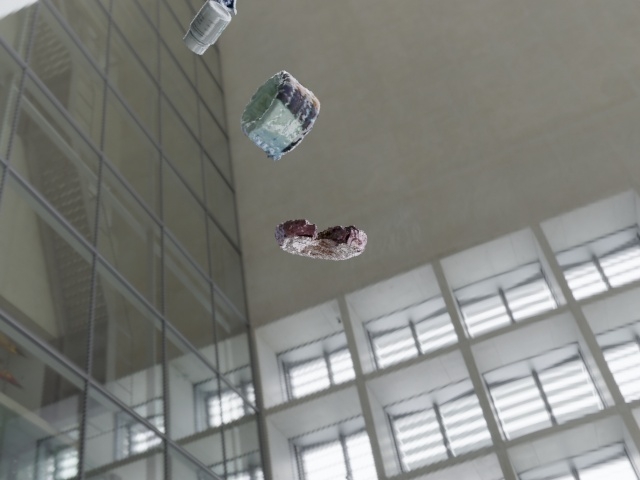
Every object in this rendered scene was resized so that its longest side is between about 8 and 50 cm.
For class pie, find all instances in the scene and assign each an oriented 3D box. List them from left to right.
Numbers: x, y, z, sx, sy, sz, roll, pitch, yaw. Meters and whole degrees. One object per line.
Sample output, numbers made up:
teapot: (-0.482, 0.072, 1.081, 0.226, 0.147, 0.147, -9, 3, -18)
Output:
pie: (0.000, 0.001, 1.742, 0.218, 0.204, 0.054, 5, -105, -4)

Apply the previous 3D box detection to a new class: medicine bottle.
medicine bottle: (-0.305, -0.569, 1.978, 0.130, 0.080, 0.080, -46, -140, 28)

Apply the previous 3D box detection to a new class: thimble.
thimble: (-0.122, -0.360, 2.142, 0.237, 0.150, 0.237, -38, -149, 28)

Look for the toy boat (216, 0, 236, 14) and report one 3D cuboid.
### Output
toy boat: (-0.292, -0.832, 2.238, 0.142, 0.309, 0.129, 24, -129, 28)
